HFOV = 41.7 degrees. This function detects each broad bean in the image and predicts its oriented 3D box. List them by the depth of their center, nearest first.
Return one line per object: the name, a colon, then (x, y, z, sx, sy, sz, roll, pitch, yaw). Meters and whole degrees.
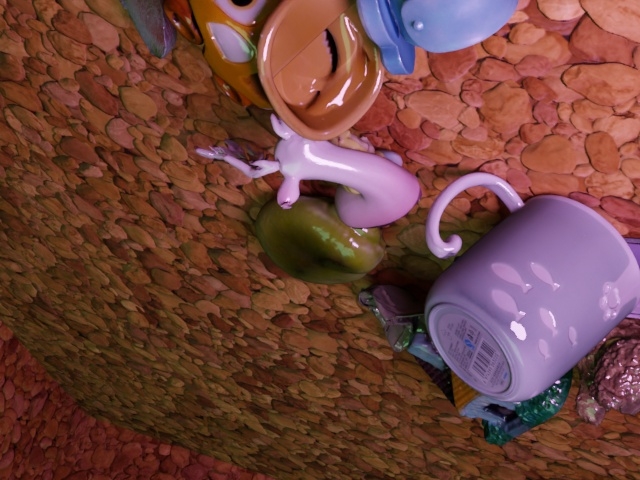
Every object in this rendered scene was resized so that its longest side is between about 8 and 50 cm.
broad bean: (0.000, 0.001, 1.687, 0.291, 0.119, 0.238, 4, 143, 33)

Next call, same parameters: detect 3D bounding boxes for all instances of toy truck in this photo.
toy truck: (-0.058, -0.292, 1.171, 0.211, 0.204, 0.288, 34, 164, 44)

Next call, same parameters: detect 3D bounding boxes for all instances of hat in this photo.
hat: (0.214, 0.143, 1.795, 0.244, 0.149, 0.214, -19, 152, 0)

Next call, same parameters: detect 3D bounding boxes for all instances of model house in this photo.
model house: (0.320, 0.234, 1.672, 0.248, 0.230, 0.280, 23, 143, -9)

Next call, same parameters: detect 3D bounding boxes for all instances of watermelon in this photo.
watermelon: (-0.269, -0.379, 1.353, 0.180, 0.081, 0.094, 68, 163, -1)

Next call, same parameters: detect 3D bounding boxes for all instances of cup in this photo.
cup: (0.302, 0.062, 1.368, 0.357, 0.274, 0.259, 53, 154, 2)

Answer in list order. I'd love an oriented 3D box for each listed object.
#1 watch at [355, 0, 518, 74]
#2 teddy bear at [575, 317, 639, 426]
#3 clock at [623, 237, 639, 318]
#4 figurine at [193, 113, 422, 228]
watch: (0.146, -0.328, 1.057, 0.193, 0.211, 0.211, -7, 138, 21)
teddy bear: (0.558, 0.242, 1.482, 0.246, 0.223, 0.296, -34, 129, 9)
clock: (0.573, 0.071, 1.412, 0.193, 0.073, 0.145, 6, 143, 31)
figurine: (-0.032, -0.143, 1.399, 0.315, 0.206, 0.284, 28, -169, -43)
